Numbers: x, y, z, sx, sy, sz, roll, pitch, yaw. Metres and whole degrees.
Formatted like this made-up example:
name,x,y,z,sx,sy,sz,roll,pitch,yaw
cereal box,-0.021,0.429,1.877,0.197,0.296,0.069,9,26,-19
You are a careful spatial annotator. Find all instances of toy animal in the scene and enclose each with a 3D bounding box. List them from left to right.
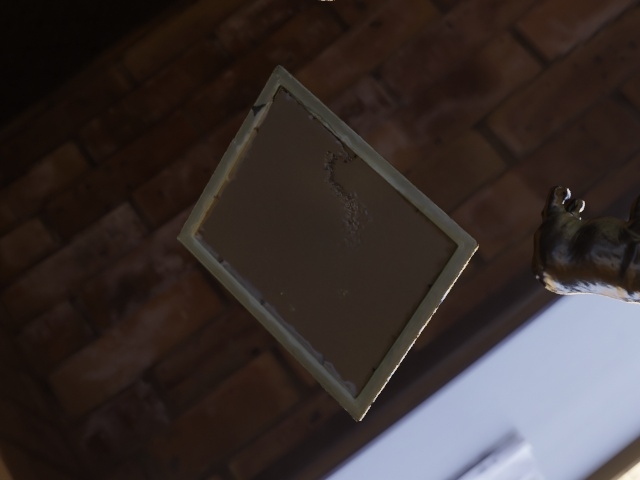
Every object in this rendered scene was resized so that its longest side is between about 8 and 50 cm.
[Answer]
name,x,y,z,sx,sy,sz,roll,pitch,yaw
toy animal,0.424,0.027,1.883,0.106,0.343,0.168,25,89,-50

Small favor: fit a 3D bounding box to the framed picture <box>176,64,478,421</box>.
name,x,y,z,sx,sy,sz,roll,pitch,yaw
framed picture,0.000,0.000,1.351,0.016,0.273,0.216,-7,135,-54
